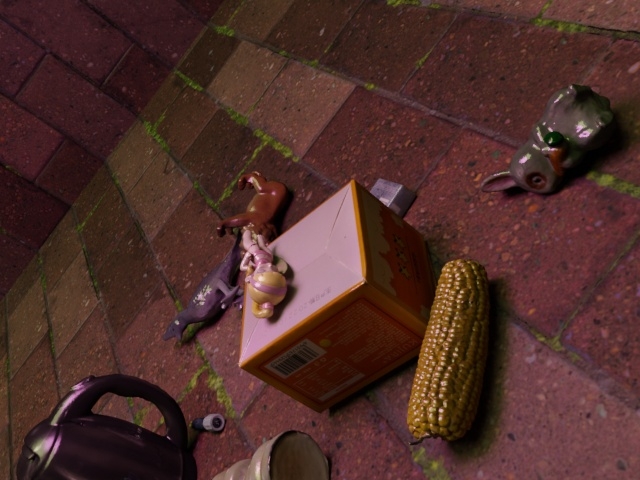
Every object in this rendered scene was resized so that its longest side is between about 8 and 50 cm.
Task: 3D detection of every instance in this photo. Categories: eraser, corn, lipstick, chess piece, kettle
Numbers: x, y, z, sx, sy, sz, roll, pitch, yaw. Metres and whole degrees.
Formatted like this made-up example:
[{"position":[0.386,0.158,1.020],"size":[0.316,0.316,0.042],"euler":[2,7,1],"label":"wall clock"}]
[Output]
[{"position":[0.098,-0.022,1.469],"size":[0.213,0.046,0.092],"euler":[-57,30,-4],"label":"eraser"},{"position":[0.200,0.169,1.101],"size":[0.101,0.101,0.310],"euler":[-17,42,45],"label":"corn"},{"position":[-0.246,0.385,1.554],"size":[0.116,0.037,0.037],"euler":[-19,45,50],"label":"lipstick"},{"position":[-0.110,0.418,1.256],"size":[0.243,0.133,0.133],"euler":[-33,37,38],"label":"chess piece"},{"position":[-0.421,0.426,1.466],"size":[0.228,0.324,0.321],"euler":[16,73,57],"label":"kettle"}]

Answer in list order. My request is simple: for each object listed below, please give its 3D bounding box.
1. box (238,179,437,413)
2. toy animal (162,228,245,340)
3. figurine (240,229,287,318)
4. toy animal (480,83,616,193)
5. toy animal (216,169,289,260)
[{"position":[0.033,0.102,1.279],"size":[0.283,0.214,0.260],"euler":[-36,33,26],"label":"box"},{"position":[-0.239,0.113,1.762],"size":[0.367,0.081,0.205],"euler":[-54,33,-8],"label":"toy animal"},{"position":[-0.099,0.052,1.240],"size":[0.083,0.083,0.187],"euler":[-44,37,16],"label":"figurine"},{"position":[0.371,-0.139,1.186],"size":[0.108,0.138,0.236],"euler":[49,132,20],"label":"toy animal"},{"position":[-0.144,-0.061,1.782],"size":[0.097,0.157,0.312],"euler":[95,-166,-55],"label":"toy animal"}]
